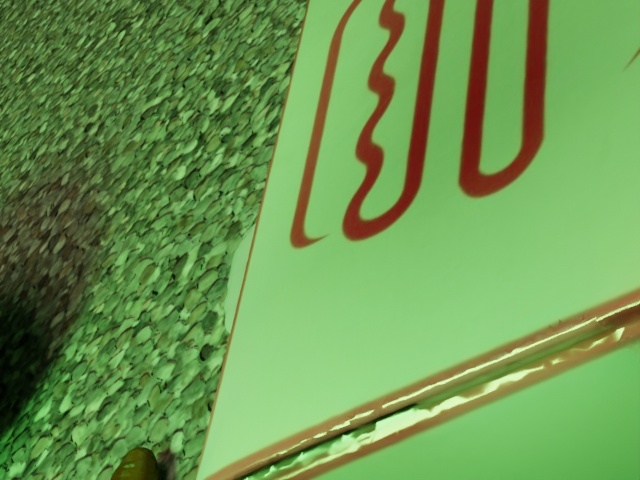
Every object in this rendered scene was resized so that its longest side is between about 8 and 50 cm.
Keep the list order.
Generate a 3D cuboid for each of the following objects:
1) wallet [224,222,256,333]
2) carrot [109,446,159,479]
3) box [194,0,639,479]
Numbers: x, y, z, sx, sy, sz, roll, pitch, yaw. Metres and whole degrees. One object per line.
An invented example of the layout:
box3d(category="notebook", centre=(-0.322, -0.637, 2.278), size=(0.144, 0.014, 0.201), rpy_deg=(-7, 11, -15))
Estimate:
box3d(category="wallet", centre=(0.000, 0.000, 1.000), size=(0.183, 0.032, 0.124), rpy_deg=(-33, 34, 30))
box3d(category="carrot", centre=(-0.141, 0.205, 0.943), size=(0.048, 0.048, 0.139), rpy_deg=(-35, 30, 24))
box3d(category="box", centre=(0.179, -0.003, 0.471), size=(0.300, 0.314, 0.312), rpy_deg=(-29, 35, 37))
